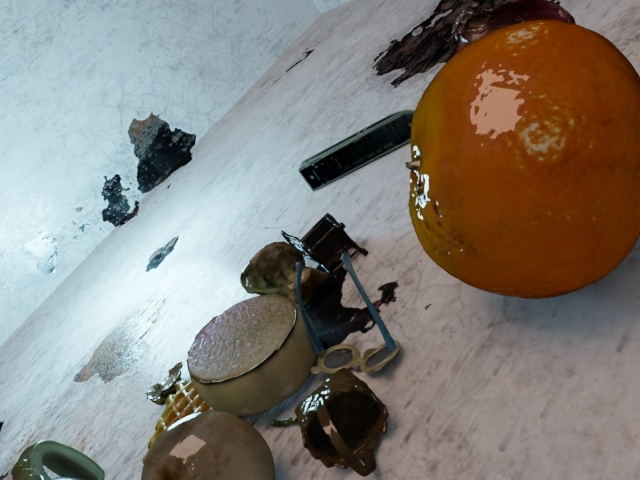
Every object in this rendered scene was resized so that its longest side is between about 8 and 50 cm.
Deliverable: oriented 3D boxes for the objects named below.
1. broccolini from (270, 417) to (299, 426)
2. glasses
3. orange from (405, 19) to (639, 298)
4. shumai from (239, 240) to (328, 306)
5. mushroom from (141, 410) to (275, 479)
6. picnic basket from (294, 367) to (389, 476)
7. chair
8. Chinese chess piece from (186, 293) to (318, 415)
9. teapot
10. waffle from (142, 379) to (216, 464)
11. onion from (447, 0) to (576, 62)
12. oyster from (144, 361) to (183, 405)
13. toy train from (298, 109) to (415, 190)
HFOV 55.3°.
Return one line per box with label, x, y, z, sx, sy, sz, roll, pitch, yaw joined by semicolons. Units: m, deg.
broccolini;-0.039;0.326;1.120;0.140;0.030;0.035;-21;24;42
glasses;0.049;0.133;1.133;0.190;0.220;0.088;-14;-2;44
orange;0.292;-0.114;0.922;0.327;0.423;0.423;-5;32;1
shumai;-0.084;0.092;1.415;0.161;0.209;0.153;-43;70;-15
mushroom;-0.188;0.403;1.026;0.226;0.226;0.178;-47;-13;-14
picnic basket;0.038;0.291;0.950;0.138;0.128;0.178;-42;9;2
chair;0.000;0.000;1.473;0.113;0.106;0.229;-44;28;-4
Chinese chess piece;-0.138;0.227;1.242;0.270;0.112;0.270;-20;28;11
teapot;-0.480;0.519;1.155;0.240;0.239;0.321;-24;30;27
waffle;-0.266;0.377;1.301;0.261;0.056;0.250;-23;31;27
onion;0.405;-0.428;1.414;0.348;0.285;0.347;-42;23;22
oyster;-0.370;0.354;1.469;0.103;0.051;0.148;-37;6;19
toy train;0.125;-0.272;1.757;0.407;0.086;0.088;-24;25;29
